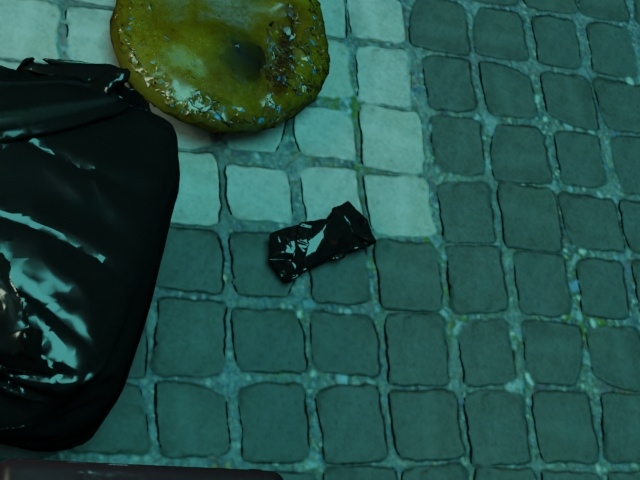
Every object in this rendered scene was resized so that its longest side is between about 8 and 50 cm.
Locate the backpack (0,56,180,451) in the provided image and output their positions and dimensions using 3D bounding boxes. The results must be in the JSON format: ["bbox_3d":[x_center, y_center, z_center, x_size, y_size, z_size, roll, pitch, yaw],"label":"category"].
[{"bbox_3d":[-0.349,-0.028,1.074,0.445,0.255,0.363,17,55,-12],"label":"backpack"}]

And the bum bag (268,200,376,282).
[{"bbox_3d":[0.000,0.000,1.331,0.124,0.034,0.058,-21,85,-29],"label":"bum bag"}]

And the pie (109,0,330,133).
[{"bbox_3d":[-0.103,-0.226,1.372,0.273,0.069,0.273,9,65,-19],"label":"pie"}]

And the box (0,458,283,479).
[{"bbox_3d":[-0.158,0.285,1.043,0.294,0.193,0.168,7,59,-21],"label":"box"}]
